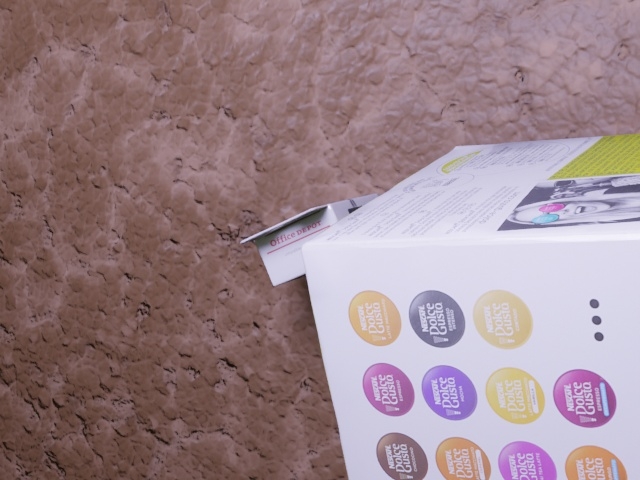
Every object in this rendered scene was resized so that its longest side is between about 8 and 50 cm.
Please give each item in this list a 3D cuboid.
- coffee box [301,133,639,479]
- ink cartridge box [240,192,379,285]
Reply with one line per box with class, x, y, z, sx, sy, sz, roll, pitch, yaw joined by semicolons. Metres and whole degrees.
coffee box;0.229;0.102;1.091;0.334;0.338;0.338;-2;108;31
ink cartridge box;0.000;0.000;1.314;0.104;0.180;0.060;-24;87;26
